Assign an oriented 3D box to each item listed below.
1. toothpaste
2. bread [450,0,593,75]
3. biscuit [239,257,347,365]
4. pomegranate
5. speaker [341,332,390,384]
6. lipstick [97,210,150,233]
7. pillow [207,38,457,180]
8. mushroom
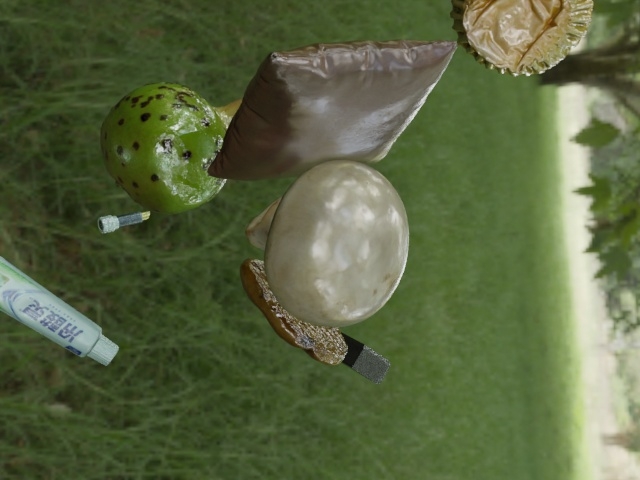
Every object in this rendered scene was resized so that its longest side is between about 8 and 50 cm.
[{"bbox_3d":[-0.400,0.075,1.350,0.075,0.296,0.048,-56,-163,-8],"label":"toothpaste"},{"bbox_3d":[0.332,-0.386,1.675,0.139,0.239,0.240,-51,136,-72],"label":"bread"},{"bbox_3d":[-0.043,0.106,1.505,0.212,0.036,0.212,42,10,-9],"label":"biscuit"},{"bbox_3d":[-0.226,-0.171,1.689,0.285,0.230,0.231,-34,126,-33],"label":"pomegranate"},{"bbox_3d":[0.020,0.177,1.746,0.082,0.218,0.044,36,82,-40],"label":"speaker"},{"bbox_3d":[-0.416,-0.043,2.161,0.116,0.037,0.037,-13,103,-31],"label":"lipstick"},{"bbox_3d":[0.010,-0.194,1.496,0.305,0.307,0.108,-55,-130,55],"label":"pillow"},{"bbox_3d":[0.000,0.000,1.221,0.204,0.204,0.204,-3,90,-75],"label":"mushroom"}]
